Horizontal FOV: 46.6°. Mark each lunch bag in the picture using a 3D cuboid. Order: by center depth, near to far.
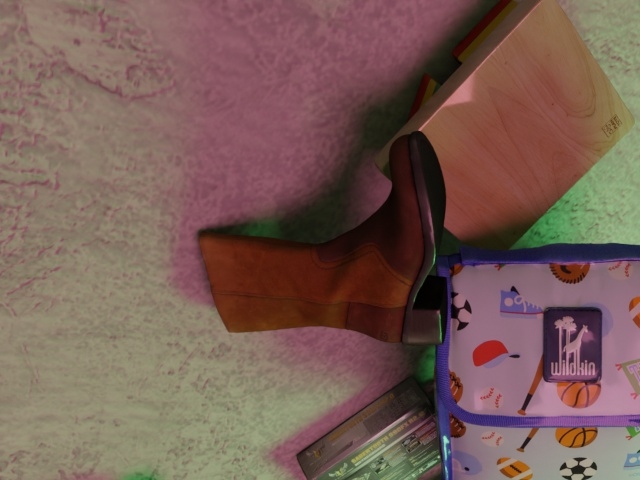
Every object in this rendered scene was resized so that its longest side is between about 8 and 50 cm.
[{"bbox_3d":[0.310,0.173,0.984,0.327,0.239,0.385,-1,126,7],"label":"lunch bag"}]

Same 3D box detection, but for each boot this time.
[{"bbox_3d":[0.000,0.000,0.844,0.280,0.096,0.264,3,129,16],"label":"boot"}]

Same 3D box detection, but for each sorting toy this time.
[{"bbox_3d":[0.214,-0.136,0.903,0.255,0.089,0.257,-46,132,10],"label":"sorting toy"}]

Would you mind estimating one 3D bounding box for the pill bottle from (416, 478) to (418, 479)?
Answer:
[{"bbox_3d":[0.128,0.495,1.329,0.152,0.086,0.086,-36,132,0],"label":"pill bottle"}]

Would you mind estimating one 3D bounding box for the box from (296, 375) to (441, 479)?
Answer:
[{"bbox_3d":[0.100,0.349,1.226,0.231,0.056,0.183,-35,132,0],"label":"box"}]
